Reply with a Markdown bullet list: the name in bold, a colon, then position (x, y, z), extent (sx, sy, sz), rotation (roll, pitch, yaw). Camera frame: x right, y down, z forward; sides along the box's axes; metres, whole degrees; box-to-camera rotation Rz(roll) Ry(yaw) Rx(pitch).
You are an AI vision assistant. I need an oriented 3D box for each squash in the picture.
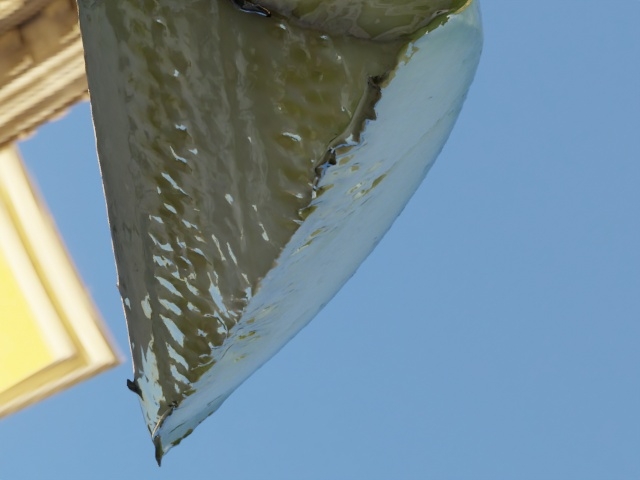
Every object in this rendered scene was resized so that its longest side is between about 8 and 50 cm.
- **squash**: position (0.000, 0.000, 0.697), extent (0.169, 0.093, 0.252), rotation (25, -48, 38)
